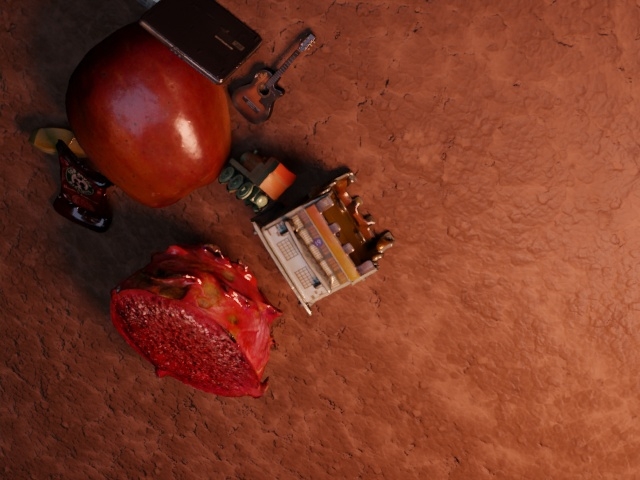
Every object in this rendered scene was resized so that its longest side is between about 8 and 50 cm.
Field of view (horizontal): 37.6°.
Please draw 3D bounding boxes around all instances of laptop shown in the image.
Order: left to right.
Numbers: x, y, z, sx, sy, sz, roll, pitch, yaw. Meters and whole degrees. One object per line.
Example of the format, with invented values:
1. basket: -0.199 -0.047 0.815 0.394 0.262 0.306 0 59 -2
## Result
1. laptop: -0.235 -0.410 1.849 0.207 0.154 0.026 38 147 2

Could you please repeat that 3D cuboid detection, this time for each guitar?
1. guitar: -0.087 -0.331 1.890 0.088 0.025 0.233 45 118 -1

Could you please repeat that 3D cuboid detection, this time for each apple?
1. apple: -0.357 -0.256 1.962 0.295 0.329 0.365 -34 104 -16

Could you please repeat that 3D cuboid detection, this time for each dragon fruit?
1. dragon fruit: -0.245 0.155 2.014 0.386 0.249 0.371 36 147 -10

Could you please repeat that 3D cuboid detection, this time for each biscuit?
1. biscuit: -0.529 -0.114 2.099 0.151 0.063 0.235 28 147 5

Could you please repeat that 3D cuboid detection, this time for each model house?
1. model house: 0.000 0.000 1.894 0.215 0.198 0.224 -30 99 22

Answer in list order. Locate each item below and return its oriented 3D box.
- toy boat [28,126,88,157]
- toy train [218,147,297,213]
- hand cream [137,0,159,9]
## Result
1. toy boat: -0.573 -0.218 2.097 0.172 0.066 0.065 11 80 15
2. toy train: -0.133 -0.129 1.923 0.118 0.176 0.074 -48 126 0
3. hand cream: -0.287 -0.455 1.906 0.234 0.050 0.080 37 118 -2
